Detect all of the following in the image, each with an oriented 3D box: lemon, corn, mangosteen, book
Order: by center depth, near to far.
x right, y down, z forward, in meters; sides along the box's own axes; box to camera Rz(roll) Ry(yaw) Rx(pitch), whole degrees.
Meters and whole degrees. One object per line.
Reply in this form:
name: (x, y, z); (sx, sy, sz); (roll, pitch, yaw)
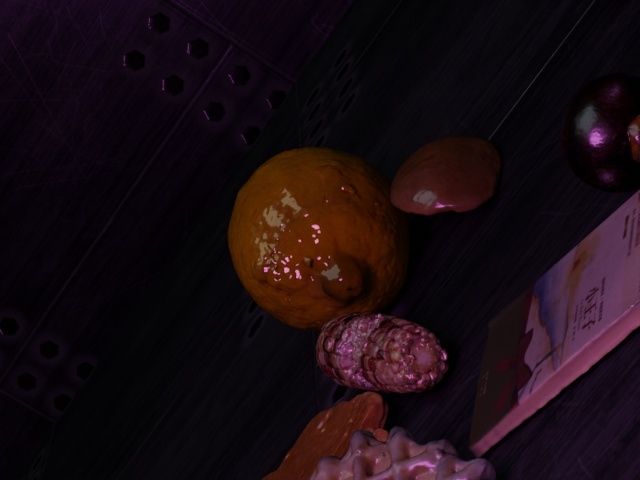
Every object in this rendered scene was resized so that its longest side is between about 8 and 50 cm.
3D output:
book: (0.248, 0.077, 1.715); (0.289, 0.026, 0.201); (-48, 15, 38)
mangosteen: (0.315, -0.109, 1.730); (0.140, 0.140, 0.140); (-53, 15, 20)
corn: (0.072, 0.137, 2.050); (0.098, 0.098, 0.290); (-60, 15, -9)
lemon: (0.000, 0.000, 2.285); (0.245, 0.245, 0.320); (-55, 20, 11)

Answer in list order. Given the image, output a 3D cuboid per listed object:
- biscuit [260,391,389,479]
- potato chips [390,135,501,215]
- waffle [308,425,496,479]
biscuit: (-0.009, 0.309, 2.040); (0.376, 0.051, 0.269); (-39, 23, 52)
potato chips: (0.158, -0.092, 2.207); (0.150, 0.049, 0.201); (-9, 23, 16)
waffle: (0.041, 0.313, 1.668); (0.309, 0.056, 0.292); (5, 54, 52)
